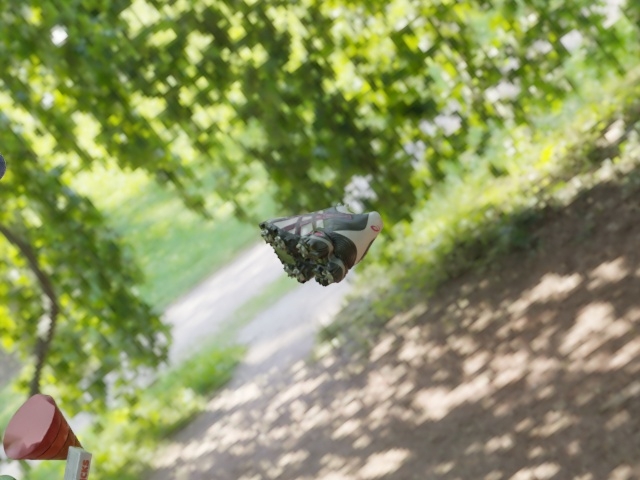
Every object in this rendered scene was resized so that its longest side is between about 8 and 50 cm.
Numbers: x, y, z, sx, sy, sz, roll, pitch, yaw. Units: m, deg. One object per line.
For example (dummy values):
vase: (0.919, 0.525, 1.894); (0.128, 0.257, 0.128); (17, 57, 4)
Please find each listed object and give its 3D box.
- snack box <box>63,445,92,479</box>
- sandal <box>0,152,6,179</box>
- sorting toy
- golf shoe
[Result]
snack box: (-0.373, 0.399, 1.951); (0.064, 0.022, 0.178); (1, 80, 63)
sandal: (-0.544, -0.175, 1.915); (0.138, 0.126, 0.317); (-34, 47, -26)
sorting toy: (-0.483, 0.440, 2.141); (0.127, 0.126, 0.365); (-2, 59, 44)
golf shoe: (0.000, 0.000, 2.003); (0.120, 0.105, 0.273); (-37, 21, -18)
